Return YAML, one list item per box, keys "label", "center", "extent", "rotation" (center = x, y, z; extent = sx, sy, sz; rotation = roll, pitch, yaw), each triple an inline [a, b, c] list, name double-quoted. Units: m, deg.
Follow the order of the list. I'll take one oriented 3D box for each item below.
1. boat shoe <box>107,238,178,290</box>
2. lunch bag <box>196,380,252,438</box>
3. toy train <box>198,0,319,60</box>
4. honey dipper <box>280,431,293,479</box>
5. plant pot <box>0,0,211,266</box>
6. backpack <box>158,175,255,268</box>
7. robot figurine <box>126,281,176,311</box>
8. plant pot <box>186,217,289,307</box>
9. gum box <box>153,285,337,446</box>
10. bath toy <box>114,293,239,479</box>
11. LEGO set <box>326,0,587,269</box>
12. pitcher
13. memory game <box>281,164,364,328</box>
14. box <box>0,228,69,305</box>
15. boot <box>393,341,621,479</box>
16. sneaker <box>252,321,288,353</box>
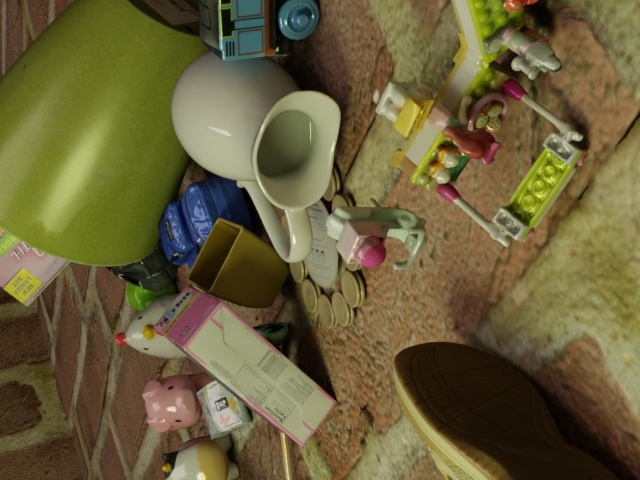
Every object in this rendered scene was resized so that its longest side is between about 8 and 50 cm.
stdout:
- label: "boat shoe"
  center: [-0.265, 0.004, 1.531]
  extent: [0.113, 0.127, 0.340]
  rotation: [53, 168, -16]
- label: "lunch bag"
  center: [-0.128, 0.222, 1.398]
  extent: [0.083, 0.053, 0.071]
  rotation: [-38, 67, 55]
- label: "toy train"
  center: [-0.058, -0.251, 0.934]
  extent: [0.080, 0.105, 0.184]
  rotation: [45, 141, 52]
- label: "honey dipper"
  center: [-0.039, 0.263, 1.247]
  extent: [0.030, 0.031, 0.160]
  rotation: [-176, 79, -66]
- label: "plant pot"
  center: [-0.251, -0.169, 1.239]
  extent: [0.293, 0.275, 0.274]
  rotation: [-54, 47, 28]
- label: "backpack"
  center: [-0.133, -0.018, 1.233]
  extent: [0.097, 0.101, 0.120]
  rotation: [67, 152, 9]
- label: "robot figurine"
  center: [-0.266, 0.081, 1.624]
  extent: [0.115, 0.067, 0.101]
  rotation: [-5, 108, 67]
- label: "plant pot"
  center: [-0.084, 0.032, 1.151]
  extent: [0.081, 0.083, 0.081]
  rotation: [-64, 27, -3]
- label: "gum box"
  center: [-0.077, 0.136, 1.109]
  extent: [0.188, 0.062, 0.107]
  rotation: [44, 168, -23]
- label: "bath toy"
  center: [-0.200, 0.249, 1.480]
  extent: [0.151, 0.129, 0.348]
  rotation: [147, 110, -66]
- label: "LEGO set"
  center: [0.103, -0.096, 0.633]
  extent: [0.107, 0.132, 0.287]
  rotation: [47, 136, 37]
- label: "pitcher"
  center: [-0.063, -0.087, 1.002]
  extent: [0.207, 0.126, 0.177]
  rotation: [38, 133, 52]
- label: "memory game"
  center: [0.000, 0.000, 1.043]
  extent: [0.186, 0.012, 0.186]
  rotation: [168, 90, -68]
- label: "box"
  center: [-0.395, -0.056, 1.555]
  extent: [0.117, 0.213, 0.243]
  rotation: [42, -166, -18]
- label: "boot"
  center: [0.130, 0.212, 0.752]
  extent: [0.262, 0.095, 0.203]
  rotation: [43, 140, 47]
- label: "sneaker"
  center: [-0.053, 0.132, 1.204]
  extent: [0.098, 0.038, 0.069]
  rotation: [165, 90, -76]
